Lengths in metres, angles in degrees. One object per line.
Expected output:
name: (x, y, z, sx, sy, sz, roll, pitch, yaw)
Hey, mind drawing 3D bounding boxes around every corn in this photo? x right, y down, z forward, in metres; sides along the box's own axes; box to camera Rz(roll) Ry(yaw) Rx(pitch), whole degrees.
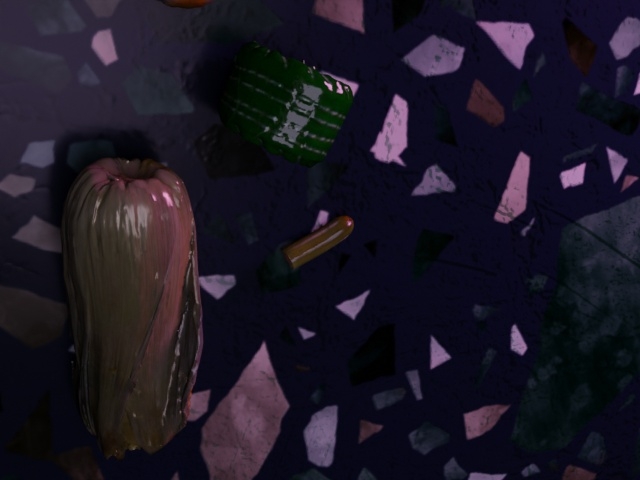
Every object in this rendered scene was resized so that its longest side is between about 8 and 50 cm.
corn: (-0.183, 0.070, 0.924, 0.123, 0.122, 0.305, -8, 114, -19)

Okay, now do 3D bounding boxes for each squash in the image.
squash: (0.000, 0.000, 1.028, 0.083, 0.027, 0.027, -29, 118, -10)

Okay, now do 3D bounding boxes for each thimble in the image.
thimble: (-0.035, -0.131, 0.906, 0.118, 0.130, 0.090, 23, 100, -9)

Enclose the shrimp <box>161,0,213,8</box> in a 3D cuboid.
shrimp: (-0.131, -0.302, 0.850, 0.132, 0.052, 0.187, -38, 127, -19)
